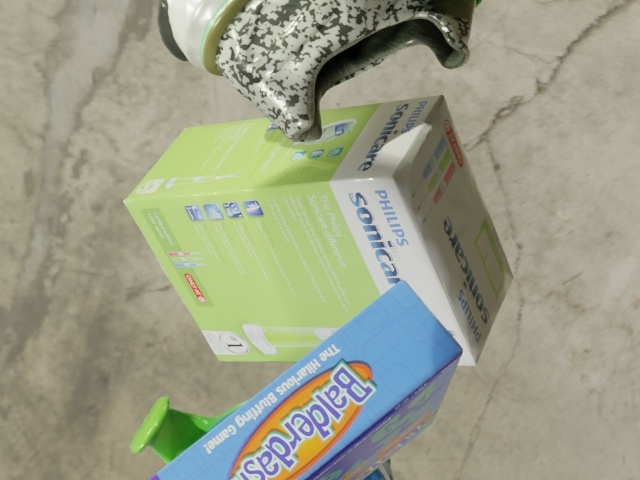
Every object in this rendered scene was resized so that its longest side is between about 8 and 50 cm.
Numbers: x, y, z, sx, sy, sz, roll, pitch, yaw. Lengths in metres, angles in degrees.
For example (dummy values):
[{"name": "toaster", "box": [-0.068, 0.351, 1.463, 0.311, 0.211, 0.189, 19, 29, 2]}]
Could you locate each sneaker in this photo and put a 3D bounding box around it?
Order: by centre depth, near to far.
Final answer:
[{"name": "sneaker", "box": [0.084, -0.218, 0.852, 0.410, 0.158, 0.182, -36, 75, -1]}]

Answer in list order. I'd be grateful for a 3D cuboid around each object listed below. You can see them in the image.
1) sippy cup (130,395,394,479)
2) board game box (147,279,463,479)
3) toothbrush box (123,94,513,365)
[{"name": "sippy cup", "box": [-0.023, 0.262, 1.027, 0.305, 0.224, 0.240, -2, 84, -8]}, {"name": "board game box", "box": [-0.008, 0.112, 0.567, 0.160, 0.210, 0.047, -38, 75, -9]}, {"name": "toothbrush box", "box": [0.000, 0.000, 0.974, 0.283, 0.122, 0.206, -3, 129, 35]}]
